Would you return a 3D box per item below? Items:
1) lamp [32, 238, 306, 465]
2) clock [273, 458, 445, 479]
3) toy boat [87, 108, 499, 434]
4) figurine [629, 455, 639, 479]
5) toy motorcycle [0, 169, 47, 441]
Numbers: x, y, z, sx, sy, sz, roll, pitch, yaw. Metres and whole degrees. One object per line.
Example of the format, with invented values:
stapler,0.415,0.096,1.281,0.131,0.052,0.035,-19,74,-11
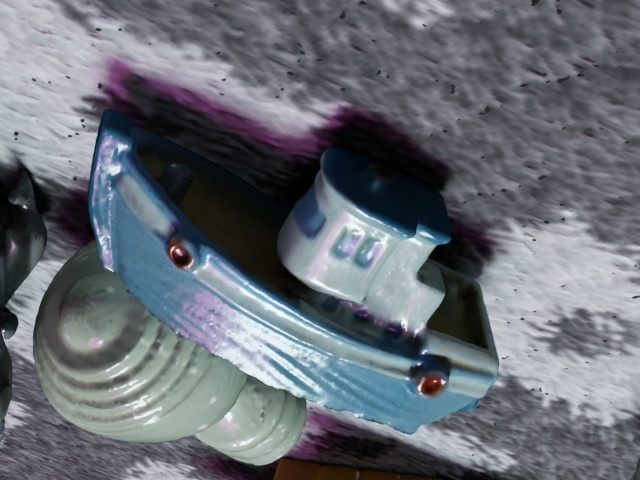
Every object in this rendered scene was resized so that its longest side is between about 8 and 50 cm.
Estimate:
lamp,-0.072,0.063,0.744,0.106,0.106,0.193,2,160,24
clock,0.066,0.261,0.965,0.309,0.166,0.235,24,151,-14
toy boat,0.000,0.000,0.620,0.215,0.088,0.102,25,117,-18
figurine,0.268,0.159,0.713,0.236,0.133,0.176,8,143,8
toy motorcycle,-0.216,0.059,0.700,0.143,0.188,0.327,9,153,-4
